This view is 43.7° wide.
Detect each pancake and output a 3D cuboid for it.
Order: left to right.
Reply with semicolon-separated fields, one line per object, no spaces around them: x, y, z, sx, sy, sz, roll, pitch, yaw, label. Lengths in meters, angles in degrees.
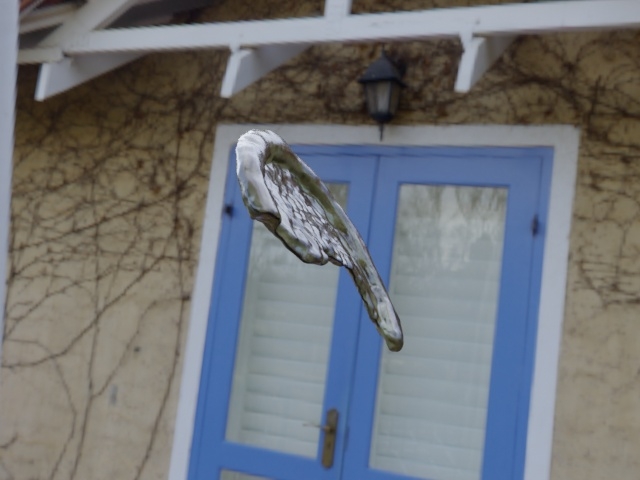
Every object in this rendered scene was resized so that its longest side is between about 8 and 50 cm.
0.000;0.000;0.551;0.020;0.184;0.190;-30;-10;16;pancake
